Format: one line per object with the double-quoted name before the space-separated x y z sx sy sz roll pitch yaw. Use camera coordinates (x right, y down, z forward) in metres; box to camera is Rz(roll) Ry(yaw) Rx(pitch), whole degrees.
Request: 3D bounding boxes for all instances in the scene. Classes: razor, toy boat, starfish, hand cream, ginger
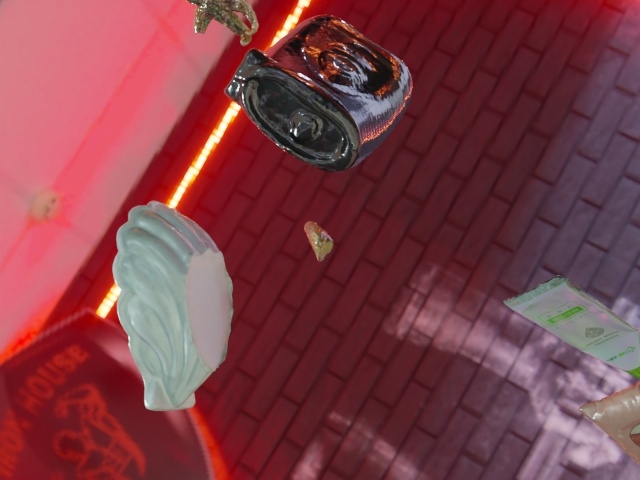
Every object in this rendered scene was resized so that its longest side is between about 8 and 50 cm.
"razor" 0.006 -0.198 1.530 0.113 0.204 0.349 -53 -1 27
"toy boat" -0.190 0.085 1.555 0.199 0.100 0.290 9 -103 -59
"starfish" -0.211 -0.465 2.216 0.150 0.210 0.053 -61 4 33
"hand cream" 0.350 0.112 1.467 0.275 0.050 0.079 29 -73 -39
"ginger" 0.001 0.001 1.516 0.030 0.048 0.097 -23 14 -3

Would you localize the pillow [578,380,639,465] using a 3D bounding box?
"pillow" 0.593 0.300 1.918 0.236 0.223 0.084 -36 24 30
